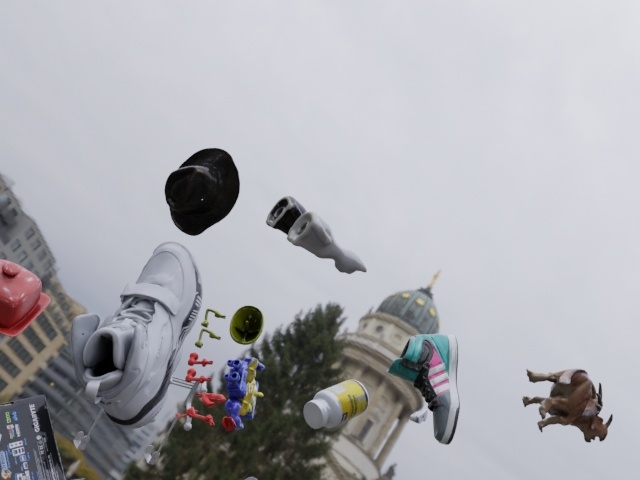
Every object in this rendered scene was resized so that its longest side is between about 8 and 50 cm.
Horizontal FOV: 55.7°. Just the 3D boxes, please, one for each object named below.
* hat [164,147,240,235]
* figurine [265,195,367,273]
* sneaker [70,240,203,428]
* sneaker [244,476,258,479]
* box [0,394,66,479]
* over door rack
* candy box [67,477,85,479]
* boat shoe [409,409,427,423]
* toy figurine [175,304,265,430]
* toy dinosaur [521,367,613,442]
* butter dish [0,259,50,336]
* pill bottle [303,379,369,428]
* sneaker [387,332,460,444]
[{"bbox_3d":[-0.442,-0.186,2.079,0.332,0.331,0.134,16,-2,34],"label":"hat"},{"bbox_3d":[0.000,0.000,1.463,0.209,0.092,0.215,36,0,-33],"label":"figurine"},{"bbox_3d":[-0.322,0.140,1.093,0.138,0.365,0.210,8,-25,9],"label":"sneaker"},{"bbox_3d":[-0.158,0.701,1.462,0.147,0.145,0.385,58,-14,-9],"label":"sneaker"},{"bbox_3d":[-0.564,0.421,0.959,0.073,0.294,0.295,-51,-123,43],"label":"box"},{"bbox_3d":[-0.492,0.494,1.675,0.240,0.324,0.108,27,16,-32],"label":"over door rack"},{"bbox_3d":[-0.622,0.582,1.349,0.233,0.159,0.071,123,-42,-67],"label":"candy box"},{"bbox_3d":[0.286,0.513,1.772,0.035,0.035,0.100,8,1,27],"label":"boat shoe"},{"bbox_3d":[-0.241,0.382,1.656,0.192,0.362,0.217,-3,-44,8],"label":"toy figurine"},{"bbox_3d":[0.609,0.373,1.462,0.201,0.127,0.295,-13,-45,3],"label":"toy dinosaur"},{"bbox_3d":[-0.658,0.097,1.265,0.160,0.160,0.118,28,-63,-6],"label":"butter dish"},{"bbox_3d":[0.042,0.458,1.682,0.103,0.184,0.103,7,-79,42],"label":"pill bottle"},{"bbox_3d":[0.262,0.369,1.571,0.179,0.295,0.123,10,-36,-3],"label":"sneaker"}]
